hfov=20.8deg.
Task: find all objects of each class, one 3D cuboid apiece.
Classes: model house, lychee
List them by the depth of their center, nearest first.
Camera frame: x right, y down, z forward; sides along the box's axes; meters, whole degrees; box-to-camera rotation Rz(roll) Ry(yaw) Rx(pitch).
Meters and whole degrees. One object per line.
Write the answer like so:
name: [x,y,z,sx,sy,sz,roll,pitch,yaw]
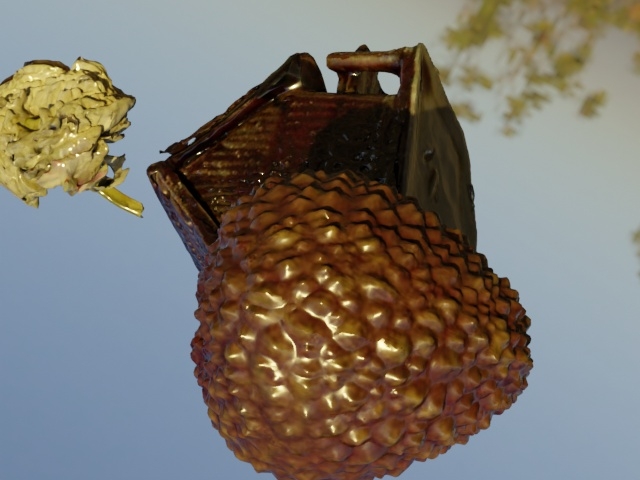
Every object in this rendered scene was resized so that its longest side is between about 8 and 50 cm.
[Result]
lychee: [0.033,0.072,1.319,0.271,0.271,0.271,27,-170,-5]
model house: [0.000,0.000,1.743,0.282,0.297,0.317,-4,139,25]

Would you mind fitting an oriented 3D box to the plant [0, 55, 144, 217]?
plant: [-0.168,-0.061,1.178,0.116,0.104,0.122,15,154,42]
